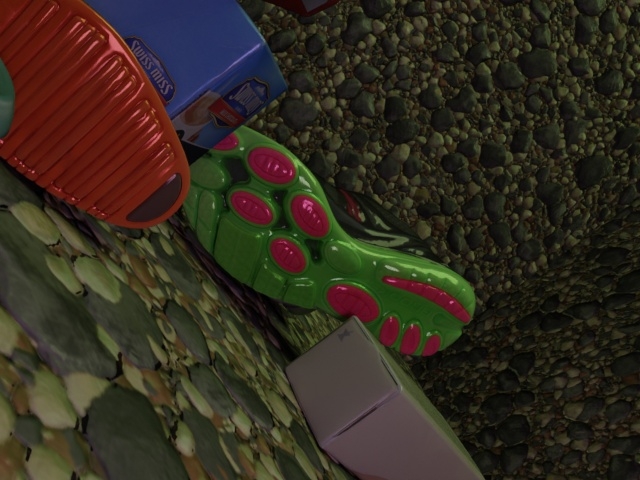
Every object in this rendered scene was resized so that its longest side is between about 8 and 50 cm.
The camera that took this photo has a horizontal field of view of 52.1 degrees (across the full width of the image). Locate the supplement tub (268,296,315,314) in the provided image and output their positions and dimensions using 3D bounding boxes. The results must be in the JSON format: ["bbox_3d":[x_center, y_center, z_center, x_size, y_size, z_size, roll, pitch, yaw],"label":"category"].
[{"bbox_3d":[-0.061,0.011,1.072,0.200,0.144,0.144,52,3,-24],"label":"supplement tub"}]

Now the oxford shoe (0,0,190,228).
[{"bbox_3d":[-0.241,-0.162,0.526,0.364,0.130,0.133,51,0,-23],"label":"oxford shoe"}]

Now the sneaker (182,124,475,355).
[{"bbox_3d":[0.000,0.000,0.936,0.482,0.185,0.202,36,11,-20],"label":"sneaker"}]

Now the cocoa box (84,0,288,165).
[{"bbox_3d":[-0.229,-0.250,0.694,0.347,0.228,0.231,53,3,-1],"label":"cocoa box"}]

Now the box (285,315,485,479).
[{"bbox_3d":[0.096,0.256,0.897,0.311,0.121,0.148,51,4,-39],"label":"box"}]

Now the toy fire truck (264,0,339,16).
[{"bbox_3d":[-0.087,-0.363,0.653,0.302,0.169,0.254,52,-12,-22],"label":"toy fire truck"}]

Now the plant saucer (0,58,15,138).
[{"bbox_3d":[-0.228,-0.118,0.403,0.119,0.021,0.119,57,4,-7],"label":"plant saucer"}]
